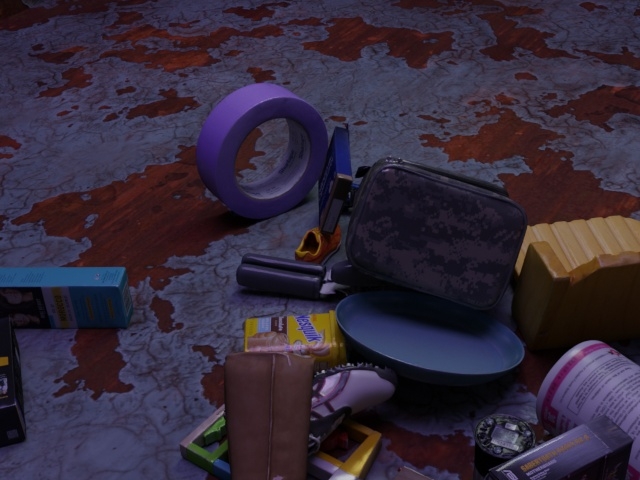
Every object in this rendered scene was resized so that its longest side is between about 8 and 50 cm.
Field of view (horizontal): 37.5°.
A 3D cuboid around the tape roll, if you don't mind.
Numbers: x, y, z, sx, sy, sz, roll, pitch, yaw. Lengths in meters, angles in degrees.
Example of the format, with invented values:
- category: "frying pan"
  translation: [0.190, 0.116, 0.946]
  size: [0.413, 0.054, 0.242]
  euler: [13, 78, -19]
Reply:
- category: "tape roll"
  translation: [-0.120, -0.187, 1.983]
  size: [0.274, 0.275, 0.090]
  euler: [-22, 39, -26]

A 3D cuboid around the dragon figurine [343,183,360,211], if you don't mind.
- category: "dragon figurine"
  translation: [0.121, -0.068, 1.951]
  size: [0.144, 0.085, 0.289]
  euler: [-16, 31, -15]

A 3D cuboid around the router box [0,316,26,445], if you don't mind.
- category: "router box"
  translation: [-0.646, 0.254, 1.531]
  size: [0.308, 0.081, 0.243]
  euler: [-12, 34, -13]

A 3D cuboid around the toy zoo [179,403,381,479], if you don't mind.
- category: "toy zoo"
  translation: [-0.042, 0.320, 1.427]
  size: [0.293, 0.030, 0.192]
  euler: [20, 39, 30]

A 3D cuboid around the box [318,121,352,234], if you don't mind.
- category: "box"
  translation: [0.028, -0.132, 1.898]
  size: [0.036, 0.136, 0.225]
  euler: [12, 36, -9]

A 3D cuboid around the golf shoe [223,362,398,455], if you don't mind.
- category: "golf shoe"
  translation: [-0.006, 0.265, 1.414]
  size: [0.272, 0.105, 0.120]
  euler: [-12, 54, -10]

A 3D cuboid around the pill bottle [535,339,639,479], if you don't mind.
- category: "pill bottle"
  translation: [0.459, 0.277, 1.333]
  size: [0.160, 0.160, 0.283]
  euler: [-23, 38, -27]

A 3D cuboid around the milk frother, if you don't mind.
- category: "milk frother"
  translation: [0.247, 0.338, 1.281]
  size: [0.129, 0.135, 0.143]
  euler: [27, 44, 37]

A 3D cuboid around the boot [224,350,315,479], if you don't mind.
- category: "boot"
  translation: [-0.026, 0.288, 1.294]
  size: [0.236, 0.089, 0.270]
  euler: [0, 69, 5]

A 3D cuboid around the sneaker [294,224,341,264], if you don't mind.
- category: "sneaker"
  translation: [0.000, 0.000, 1.878]
  size: [0.064, 0.067, 0.175]
  euler: [6, 33, 17]

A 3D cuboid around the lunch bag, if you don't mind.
- category: "lunch bag"
  translation: [0.196, -0.027, 1.699]
  size: [0.305, 0.213, 0.256]
  euler: [17, 8, 0]

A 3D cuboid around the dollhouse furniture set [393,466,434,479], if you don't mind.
- category: "dollhouse furniture set"
  translation: [0.132, 0.415, 1.219]
  size: [0.128, 0.129, 0.184]
  euler: [19, 69, 31]

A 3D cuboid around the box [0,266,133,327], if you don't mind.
- category: "box"
  translation: [-0.474, 0.105, 1.726]
  size: [0.244, 0.101, 0.060]
  euler: [-1, 34, 4]

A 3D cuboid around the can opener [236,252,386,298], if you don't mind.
- category: "can opener"
  translation: [-0.015, 0.055, 1.767]
  size: [0.283, 0.095, 0.076]
  euler: [9, 34, 7]

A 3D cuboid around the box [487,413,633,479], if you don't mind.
- category: "box"
  translation: [0.290, 0.346, 1.177]
  size: [0.183, 0.231, 0.056]
  euler: [-20, 38, -23]

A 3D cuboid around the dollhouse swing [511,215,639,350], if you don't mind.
- category: "dollhouse swing"
  translation: [0.508, 0.004, 1.650]
  size: [0.346, 0.315, 0.305]
  euler: [-6, 54, -4]

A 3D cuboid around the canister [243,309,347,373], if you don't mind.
- category: "canister"
  translation: [-0.043, 0.178, 1.603]
  size: [0.169, 0.073, 0.126]
  euler: [-4, 31, 0]

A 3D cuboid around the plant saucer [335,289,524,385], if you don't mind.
- category: "plant saucer"
  translation: [0.177, 0.164, 1.563]
  size: [0.317, 0.044, 0.317]
  euler: [9, 18, -3]
